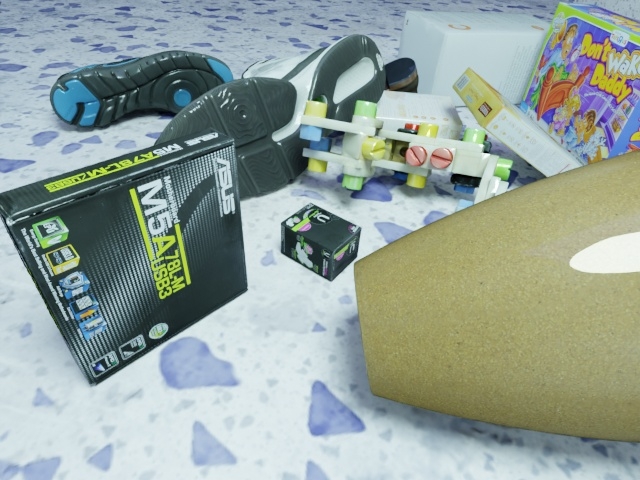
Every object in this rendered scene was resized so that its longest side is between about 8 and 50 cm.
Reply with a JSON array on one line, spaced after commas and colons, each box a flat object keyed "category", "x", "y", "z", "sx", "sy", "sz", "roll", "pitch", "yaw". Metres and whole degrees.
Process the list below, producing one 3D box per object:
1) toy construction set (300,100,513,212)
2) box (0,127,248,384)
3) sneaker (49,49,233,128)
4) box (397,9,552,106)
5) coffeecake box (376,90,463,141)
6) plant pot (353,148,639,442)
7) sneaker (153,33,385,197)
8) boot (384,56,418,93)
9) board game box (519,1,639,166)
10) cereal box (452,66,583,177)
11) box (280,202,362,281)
[{"category": "toy construction set", "x": 0.143, "y": -0.111, "z": 0.600, "sx": 0.327, "sy": 0.151, "sz": 0.215, "roll": 30, "pitch": 21, "yaw": 18}, {"category": "box", "x": -0.155, "y": 0.014, "z": 0.385, "sx": 0.184, "sy": 0.191, "sz": 0.045, "roll": -29, "pitch": 47, "yaw": -35}, {"category": "sneaker", "x": -0.345, "y": -0.316, "z": 0.826, "sx": 0.341, "sy": 0.125, "sz": 0.139, "roll": -15, "pitch": 38, "yaw": -26}, {"category": "box", "x": 0.393, "y": -0.453, "z": 1.033, "sx": 0.345, "sy": 0.168, "sz": 0.215, "roll": -6, "pitch": 41, "yaw": -14}, {"category": "coffeecake box", "x": 0.167, "y": -0.236, "z": 0.820, "sx": 0.185, "sy": 0.068, "sz": 0.142, "roll": 6, "pitch": 40, "yaw": 1}, {"category": "plant pot", "x": 0.162, "y": 0.058, "z": 0.358, "sx": 0.254, "sy": 0.237, "sz": 0.237, "roll": -8, "pitch": 39, "yaw": 6}, {"category": "sneaker", "x": -0.113, "y": -0.213, "z": 0.740, "sx": 0.447, "sy": 0.169, "sz": 0.257, "roll": -37, "pitch": 31, "yaw": -28}, {"category": "boot", "x": 0.113, "y": -0.317, "z": 0.925, "sx": 0.219, "sy": 0.106, "sz": 0.082, "roll": -9, "pitch": 66, "yaw": 22}, {"category": "board game box", "x": 0.512, "y": -0.284, "z": 0.784, "sx": 0.078, "sy": 0.233, "sz": 0.347, "roll": 3, "pitch": 39, "yaw": -2}, {"category": "cereal box", "x": 0.340, "y": -0.180, "z": 0.700, "sx": 0.240, "sy": 0.047, "sz": 0.173, "roll": 26, "pitch": 34, "yaw": -22}, {"category": "box", "x": 0.000, "y": 0.000, "z": 0.526, "sx": 0.083, "sy": 0.052, "sz": 0.062, "roll": 29, "pitch": 46, "yaw": 26}]
